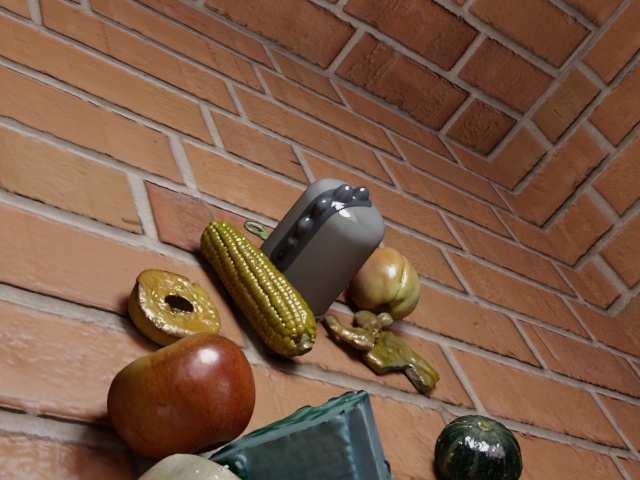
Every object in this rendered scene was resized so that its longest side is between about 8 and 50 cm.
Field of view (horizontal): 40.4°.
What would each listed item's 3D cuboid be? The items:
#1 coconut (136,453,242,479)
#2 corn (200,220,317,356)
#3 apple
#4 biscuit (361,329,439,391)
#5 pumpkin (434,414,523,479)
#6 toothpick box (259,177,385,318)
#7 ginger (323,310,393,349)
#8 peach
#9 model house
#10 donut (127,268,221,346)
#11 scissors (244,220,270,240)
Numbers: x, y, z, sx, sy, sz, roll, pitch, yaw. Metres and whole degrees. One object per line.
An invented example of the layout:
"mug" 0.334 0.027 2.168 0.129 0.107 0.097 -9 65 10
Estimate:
"coconut" -0.172 0.390 1.085 0.237 0.197 0.237 37 21 -17
"corn" -0.128 0.096 1.788 0.120 0.120 0.363 4 40 -53
"apple" -0.204 0.242 1.308 0.235 0.210 0.173 -20 81 -40
"biscuit" 0.187 0.289 1.998 0.183 0.039 0.174 40 22 5
"pumpkin" 0.324 0.442 1.781 0.190 0.146 0.190 5 30 -3
"toothpick box" 0.000 0.000 1.902 0.229 0.316 0.229 31 25 -16
"ginger" 0.094 0.204 1.986 0.193 0.052 0.176 10 24 -20
"peach" 0.156 0.106 2.127 0.184 0.184 0.184 32 24 -16
"model house" 0.017 0.424 1.326 0.295 0.252 0.329 37 29 -83
"donut" -0.271 0.133 1.584 0.178 0.065 0.162 27 30 -28
"scissors" -0.096 0.003 2.133 0.187 0.020 0.133 10 32 -46
